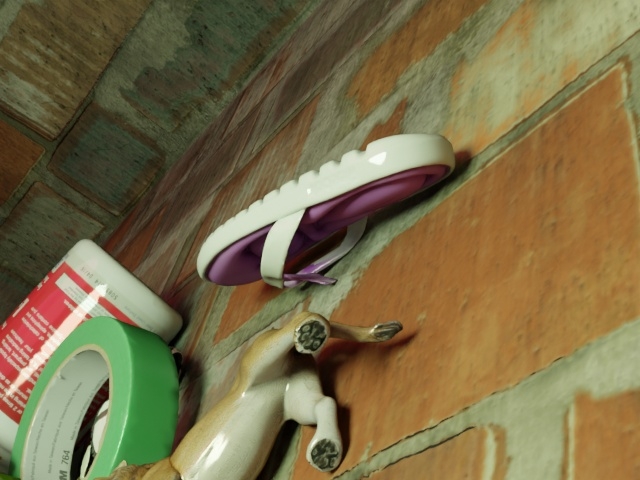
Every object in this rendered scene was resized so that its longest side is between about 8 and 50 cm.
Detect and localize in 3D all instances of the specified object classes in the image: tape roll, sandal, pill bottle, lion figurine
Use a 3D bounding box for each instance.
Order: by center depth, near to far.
[{"bbox_3d":[-0.091,0.198,0.826,0.392,0.142,0.240,-41,10,-5],"label":"lion figurine"},{"bbox_3d":[-0.012,0.001,0.971,0.416,0.169,0.102,-32,68,48],"label":"sandal"},{"bbox_3d":[-0.314,0.265,1.141,0.321,0.077,0.321,-31,46,38],"label":"tape roll"},{"bbox_3d":[-0.438,0.216,1.385,0.408,0.229,0.229,-50,17,-10],"label":"pill bottle"}]

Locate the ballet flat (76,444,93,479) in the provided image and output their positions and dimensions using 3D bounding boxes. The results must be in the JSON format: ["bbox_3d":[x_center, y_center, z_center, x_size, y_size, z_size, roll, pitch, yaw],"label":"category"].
[{"bbox_3d":[-0.318,0.308,1.269,0.057,0.052,0.168,-36,25,44],"label":"ballet flat"}]

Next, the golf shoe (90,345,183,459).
[{"bbox_3d":[-0.267,0.237,1.233,0.094,0.077,0.198,-22,38,58],"label":"golf shoe"}]

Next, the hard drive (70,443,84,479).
[{"bbox_3d":[-0.550,0.491,1.525,0.353,0.047,0.233,-50,19,12],"label":"hard drive"}]

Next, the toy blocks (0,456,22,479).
[{"bbox_3d":[-0.514,0.386,1.035,0.381,0.191,0.261,27,80,37],"label":"toy blocks"}]
